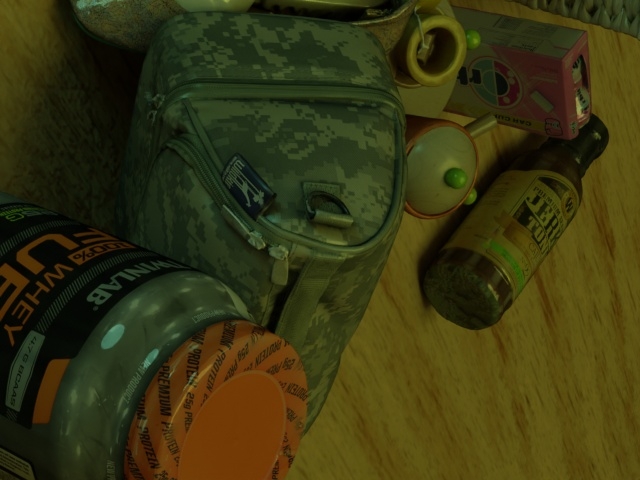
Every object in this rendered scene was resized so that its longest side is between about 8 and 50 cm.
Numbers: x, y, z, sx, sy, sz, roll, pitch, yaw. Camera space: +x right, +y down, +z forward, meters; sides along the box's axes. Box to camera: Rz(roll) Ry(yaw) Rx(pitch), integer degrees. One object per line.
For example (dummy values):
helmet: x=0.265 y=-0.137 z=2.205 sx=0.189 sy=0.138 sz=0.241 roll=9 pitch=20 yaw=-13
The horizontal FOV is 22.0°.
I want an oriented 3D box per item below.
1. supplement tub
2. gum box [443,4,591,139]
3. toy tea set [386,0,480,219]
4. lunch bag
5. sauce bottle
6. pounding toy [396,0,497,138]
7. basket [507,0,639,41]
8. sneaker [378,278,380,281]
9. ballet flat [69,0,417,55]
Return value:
supplement tub: x=-0.175 y=0.088 z=1.177 sx=0.193 sy=0.316 sz=0.193 roll=-29 pitch=128 yaw=-44
gum box: x=0.209 y=-0.186 z=1.816 sx=0.062 sy=0.188 sz=0.107 roll=-49 pitch=141 yaw=-36
toy tea set: x=0.019 y=-0.106 z=1.488 sx=0.336 sy=0.124 sz=0.200 roll=-10 pitch=112 yaw=-30
lunch bag: x=-0.047 y=0.000 z=1.313 sx=0.212 sy=0.256 sz=0.305 roll=2 pitch=137 yaw=-17
sauce bottle: x=0.253 y=-0.038 z=2.041 sx=0.344 sy=0.111 sz=0.111 roll=-52 pitch=143 yaw=-34
pounding toy: x=0.045 y=-0.166 z=1.630 sx=0.183 sy=0.110 sz=0.237 roll=-39 pitch=123 yaw=-15
basket: x=0.371 y=-0.410 z=1.896 sx=0.331 sy=0.266 sz=0.328 roll=-18 pitch=120 yaw=-56
sneaker: x=0.000 y=0.000 z=1.670 sx=0.217 sy=0.079 sz=0.121 roll=-22 pitch=124 yaw=-52
ballet flat: x=-0.051 y=-0.213 z=1.362 sx=0.316 sy=0.106 sz=0.107 roll=-3 pitch=66 yaw=-35
